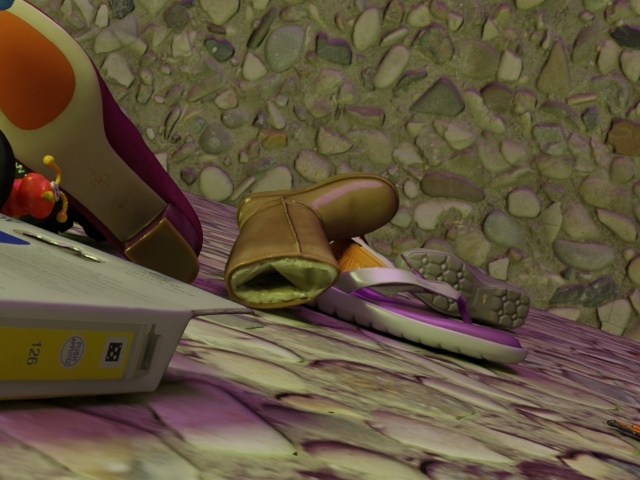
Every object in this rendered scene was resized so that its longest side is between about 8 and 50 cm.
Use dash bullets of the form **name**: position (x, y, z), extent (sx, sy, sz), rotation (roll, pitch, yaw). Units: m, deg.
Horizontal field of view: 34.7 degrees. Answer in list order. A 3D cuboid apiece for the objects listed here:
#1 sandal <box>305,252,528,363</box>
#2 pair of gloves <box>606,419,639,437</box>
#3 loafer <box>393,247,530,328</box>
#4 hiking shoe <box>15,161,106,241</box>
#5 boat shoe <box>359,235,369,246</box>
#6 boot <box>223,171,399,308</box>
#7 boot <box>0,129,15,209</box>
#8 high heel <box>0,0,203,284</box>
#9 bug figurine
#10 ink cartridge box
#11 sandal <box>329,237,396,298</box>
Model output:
- **sandal**: position (0.083, 0.063, 1.365), extent (0.416, 0.102, 0.169), rotation (18, 3, 8)
- **pair of gloves**: position (0.359, 0.214, 1.120), extent (0.083, 0.010, 0.074), rotation (19, 0, -37)
- **loafer**: position (0.250, 0.090, 1.901), extent (0.319, 0.112, 0.111), rotation (25, -6, -33)
- **hiking shoe**: position (-0.289, -0.080, 1.261), extent (0.132, 0.113, 0.304), rotation (60, 12, 10)
- **boat shoe**: position (0.023, 0.017, 1.982), extent (0.118, 0.103, 0.320), rotation (63, 10, 2)
- **boot**: position (0.000, 0.000, 1.280), extent (0.236, 0.089, 0.269), rotation (-12, 18, -1)
- **boot**: position (-0.438, -0.086, 0.785), extent (0.348, 0.131, 0.260), rotation (13, 0, 2)
- **high heel**: position (-0.260, -0.109, 1.114), extent (0.377, 0.127, 0.181), rotation (60, -3, -18)
- **bug figurine**: position (-0.338, -0.132, 0.960), extent (0.216, 0.279, 0.072), rotation (2, 15, 29)
- **ink cartridge box**: position (-0.248, 0.019, 0.637), extent (0.304, 0.072, 0.307), rotation (18, 1, 30)
- **sandal**: position (0.030, 0.031, 1.663), extent (0.076, 0.102, 0.265), rotation (19, 4, -33)
